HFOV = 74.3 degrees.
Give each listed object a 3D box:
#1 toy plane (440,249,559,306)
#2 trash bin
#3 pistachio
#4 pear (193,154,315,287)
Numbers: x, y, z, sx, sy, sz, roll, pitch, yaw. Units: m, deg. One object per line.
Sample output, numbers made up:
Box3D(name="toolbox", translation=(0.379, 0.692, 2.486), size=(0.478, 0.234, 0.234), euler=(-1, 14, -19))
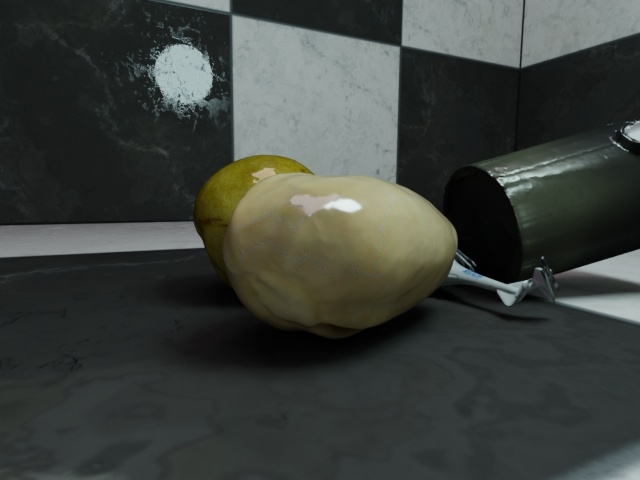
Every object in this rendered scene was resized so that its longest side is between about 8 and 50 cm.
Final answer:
Box3D(name="toy plane", translation=(0.186, 0.052, 0.606), size=(0.273, 0.107, 0.182), euler=(34, -14, 44))
Box3D(name="trash bin", translation=(0.374, -0.058, 0.656), size=(0.302, 0.252, 0.202), euler=(-16, 52, -8))
Box3D(name="pistachio", translation=(0.030, 0.005, 0.466), size=(0.188, 0.187, 0.299), euler=(6, 9, 38))
Box3D(name="pear", translation=(-0.078, -0.029, 0.622), size=(0.209, 0.208, 0.209), euler=(1, 7, 0))
